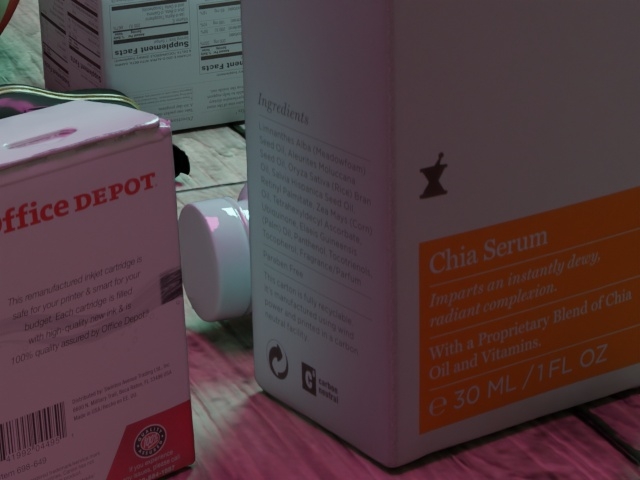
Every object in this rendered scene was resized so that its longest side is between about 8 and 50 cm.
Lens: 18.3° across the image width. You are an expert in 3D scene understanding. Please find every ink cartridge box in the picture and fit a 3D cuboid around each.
[{"bbox_3d":[-0.163,0.042,1.140,0.158,0.218,0.092,-19,26,-40],"label":"ink cartridge box"}]

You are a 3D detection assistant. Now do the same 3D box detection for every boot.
[{"bbox_3d":[-0.222,-0.082,1.701,0.198,0.077,0.137,-14,28,-27],"label":"boot"}]

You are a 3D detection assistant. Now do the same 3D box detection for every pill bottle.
[{"bbox_3d":[0.000,0.000,1.397,0.186,0.112,0.112,-10,22,-22],"label":"pill bottle"}]

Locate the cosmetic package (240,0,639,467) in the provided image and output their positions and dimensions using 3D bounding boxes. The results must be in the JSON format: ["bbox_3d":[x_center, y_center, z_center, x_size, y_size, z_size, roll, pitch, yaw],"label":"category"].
[{"bbox_3d":[0.086,-0.117,1.214,0.230,0.453,0.161,-15,24,-31],"label":"cosmetic package"}]

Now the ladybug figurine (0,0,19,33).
[{"bbox_3d":[-0.449,-0.257,2.055,0.305,0.162,0.449,-5,21,-8],"label":"ladybug figurine"}]

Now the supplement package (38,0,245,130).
[{"bbox_3d":[-0.118,-0.206,1.917,0.262,0.145,0.204,-10,22,-23],"label":"supplement package"}]
